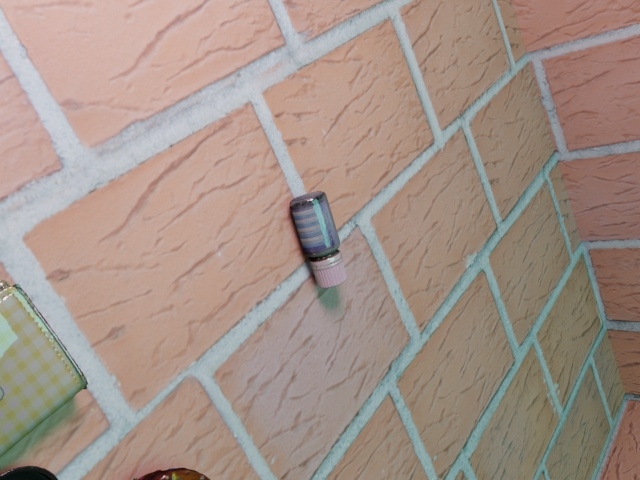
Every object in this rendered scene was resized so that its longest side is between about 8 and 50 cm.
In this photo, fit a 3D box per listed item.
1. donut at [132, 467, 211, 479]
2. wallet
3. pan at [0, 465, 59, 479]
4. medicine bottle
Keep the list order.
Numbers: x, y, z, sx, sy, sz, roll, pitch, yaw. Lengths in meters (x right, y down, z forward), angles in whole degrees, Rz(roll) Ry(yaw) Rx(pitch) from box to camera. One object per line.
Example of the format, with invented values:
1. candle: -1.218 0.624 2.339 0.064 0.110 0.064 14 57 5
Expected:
1. donut: -0.266 0.486 1.006 0.216 0.096 0.230 34 64 -37
2. wallet: -0.490 0.217 0.815 0.309 0.077 0.223 -42 120 -38
3. pan: -0.450 0.437 0.865 0.136 0.028 0.235 37 59 -38
4. medicine bottle: 0.000 0.000 1.324 0.083 0.084 0.203 -30 107 -43
